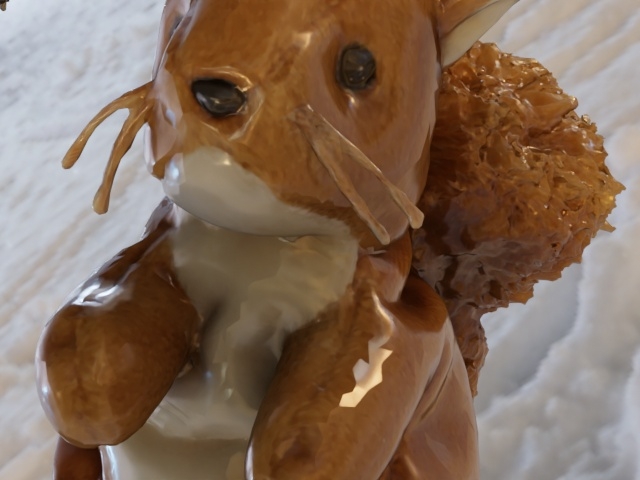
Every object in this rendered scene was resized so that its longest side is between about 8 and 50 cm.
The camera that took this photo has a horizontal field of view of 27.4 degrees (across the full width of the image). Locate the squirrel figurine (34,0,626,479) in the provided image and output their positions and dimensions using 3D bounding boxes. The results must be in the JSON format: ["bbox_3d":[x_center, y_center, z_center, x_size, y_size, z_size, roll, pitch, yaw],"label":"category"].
[{"bbox_3d":[0.000,0.000,0.714,0.281,0.371,0.397,13,25,24],"label":"squirrel figurine"}]

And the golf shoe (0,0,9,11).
[{"bbox_3d":[-0.173,-0.119,0.540,0.077,0.094,0.198,11,40,2],"label":"golf shoe"}]
